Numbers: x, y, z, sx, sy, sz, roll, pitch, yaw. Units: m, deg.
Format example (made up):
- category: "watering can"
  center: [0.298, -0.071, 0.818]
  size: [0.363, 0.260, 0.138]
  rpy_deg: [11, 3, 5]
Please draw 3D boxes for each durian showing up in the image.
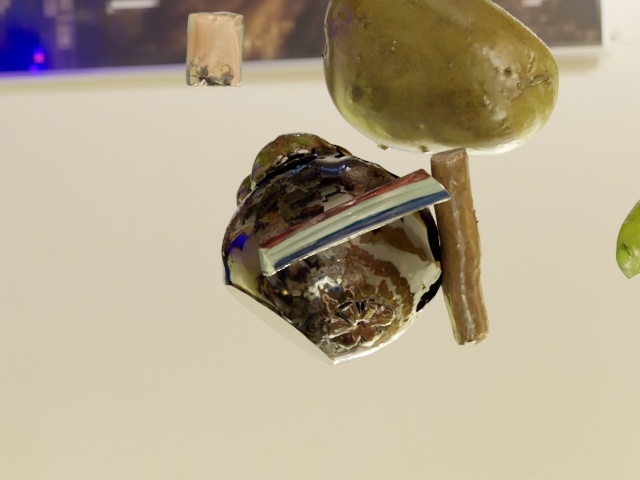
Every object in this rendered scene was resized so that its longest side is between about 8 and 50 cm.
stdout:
- category: "durian"
  center: [0.476, -0.017, 2.307]
  size: [0.101, 0.250, 0.139]
  rpy_deg: [108, -30, -43]

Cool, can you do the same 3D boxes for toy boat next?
- category: "toy boat"
  center: [0.037, -0.022, 1.943]
  size: [0.046, 0.229, 0.080]
  rpy_deg: [65, -18, -1]

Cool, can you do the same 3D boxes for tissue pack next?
- category: "tissue pack"
  center: [-0.132, -0.239, 2.266]
  size: [0.059, 0.074, 0.094]
  rpy_deg: [-97, -172, -85]

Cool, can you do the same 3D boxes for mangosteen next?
- category: "mangosteen"
  center: [-0.001, 0.005, 2.145]
  size: [0.233, 0.287, 0.287]
  rpy_deg: [-58, 174, -2]

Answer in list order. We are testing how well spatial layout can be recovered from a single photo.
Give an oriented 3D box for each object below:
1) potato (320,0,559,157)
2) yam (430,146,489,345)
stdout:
- category: "potato"
  center: [0.159, -0.231, 2.495]
  size: [0.219, 0.359, 0.270]
  rpy_deg: [-33, 144, -39]
- category: "yam"
  center: [0.165, 0.008, 2.138]
  size: [0.057, 0.057, 0.241]
  rpy_deg: [-81, 164, -72]
